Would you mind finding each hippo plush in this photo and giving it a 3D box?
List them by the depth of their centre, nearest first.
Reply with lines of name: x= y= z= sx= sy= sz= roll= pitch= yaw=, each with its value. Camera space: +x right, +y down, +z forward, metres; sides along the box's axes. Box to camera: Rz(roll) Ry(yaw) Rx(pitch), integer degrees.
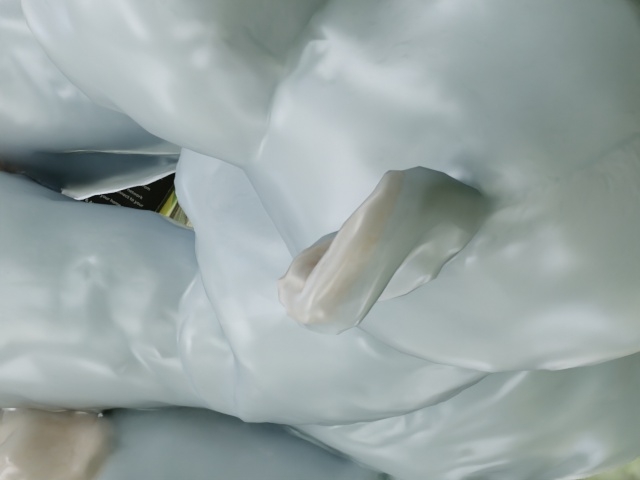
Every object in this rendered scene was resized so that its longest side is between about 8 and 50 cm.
hippo plush: x=0.000 y=0.000 z=0.419 sx=0.294 sy=0.234 sz=0.236 roll=49 pitch=169 yaw=10

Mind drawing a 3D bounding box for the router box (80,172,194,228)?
router box: x=-0.152 y=0.042 z=1.094 sx=0.081 sy=0.309 sz=0.243 roll=28 pitch=-125 yaw=3
